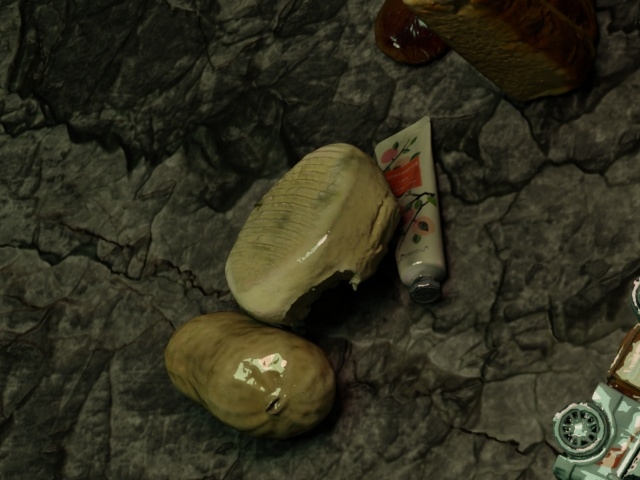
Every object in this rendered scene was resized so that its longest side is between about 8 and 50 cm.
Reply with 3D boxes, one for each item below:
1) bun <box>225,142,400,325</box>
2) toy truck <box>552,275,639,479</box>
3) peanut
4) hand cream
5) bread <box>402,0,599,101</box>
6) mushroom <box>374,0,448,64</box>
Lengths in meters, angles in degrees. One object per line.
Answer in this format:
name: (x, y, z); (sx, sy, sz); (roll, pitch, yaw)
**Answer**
bun: (0.000, 0.000, 1.941); (0.210, 0.116, 0.237); (-11, 46, 52)
toy truck: (0.351, 0.149, 1.636); (0.184, 0.133, 0.338); (29, 83, 23)
peanut: (-0.082, 0.149, 1.931); (0.224, 0.129, 0.129); (14, 77, 44)
hand cream: (0.105, -0.035, 1.950); (0.080, 0.050, 0.234); (-28, 49, 26)
bread: (0.201, -0.278, 1.847); (0.114, 0.275, 0.185); (-5, 66, 32)
mushroom: (0.115, -0.267, 2.047); (0.123, 0.052, 0.123); (-18, 57, 30)
